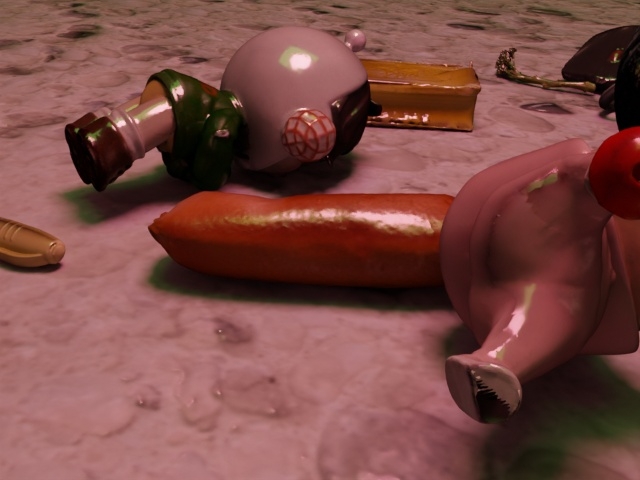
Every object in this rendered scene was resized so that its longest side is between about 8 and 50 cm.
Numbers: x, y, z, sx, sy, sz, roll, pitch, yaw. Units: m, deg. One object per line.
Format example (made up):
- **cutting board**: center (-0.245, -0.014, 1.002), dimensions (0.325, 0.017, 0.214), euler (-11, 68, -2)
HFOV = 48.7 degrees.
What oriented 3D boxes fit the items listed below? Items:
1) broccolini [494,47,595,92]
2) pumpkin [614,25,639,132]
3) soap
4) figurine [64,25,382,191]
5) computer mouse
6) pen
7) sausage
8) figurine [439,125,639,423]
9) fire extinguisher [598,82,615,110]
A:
- **broccolini**: center (0.380, -0.282, 1.233), dimensions (0.194, 0.054, 0.052), euler (33, 69, 33)
- **pumpkin**: center (0.495, -0.156, 0.792), dimensions (0.315, 0.239, 0.315), euler (-18, 33, 12)
- **soap**: center (0.112, -0.222, 1.049), dimensions (0.233, 0.076, 0.135), euler (3, 27, 3)
- **figurine**: center (-0.092, -0.143, 0.803), dimensions (0.369, 0.167, 0.281), euler (-20, 21, -26)
- **computer mouse**: center (0.556, -0.334, 1.274), dimensions (0.168, 0.087, 0.295), euler (22, 34, 31)
- **pen**: center (-0.338, -0.012, 0.677), dimensions (0.233, 0.032, 0.040), euler (13, 54, 23)
- **sausage**: center (0.000, 0.000, 0.622), dimensions (0.299, 0.084, 0.089), euler (1, 28, 4)
- **figurine**: center (0.162, 0.018, 0.450), dimensions (0.186, 0.176, 0.287), euler (-7, -3, 18)
- **fire extinguisher**: center (0.571, -0.261, 1.076), dimensions (0.375, 0.200, 0.113), euler (-13, 52, -35)
